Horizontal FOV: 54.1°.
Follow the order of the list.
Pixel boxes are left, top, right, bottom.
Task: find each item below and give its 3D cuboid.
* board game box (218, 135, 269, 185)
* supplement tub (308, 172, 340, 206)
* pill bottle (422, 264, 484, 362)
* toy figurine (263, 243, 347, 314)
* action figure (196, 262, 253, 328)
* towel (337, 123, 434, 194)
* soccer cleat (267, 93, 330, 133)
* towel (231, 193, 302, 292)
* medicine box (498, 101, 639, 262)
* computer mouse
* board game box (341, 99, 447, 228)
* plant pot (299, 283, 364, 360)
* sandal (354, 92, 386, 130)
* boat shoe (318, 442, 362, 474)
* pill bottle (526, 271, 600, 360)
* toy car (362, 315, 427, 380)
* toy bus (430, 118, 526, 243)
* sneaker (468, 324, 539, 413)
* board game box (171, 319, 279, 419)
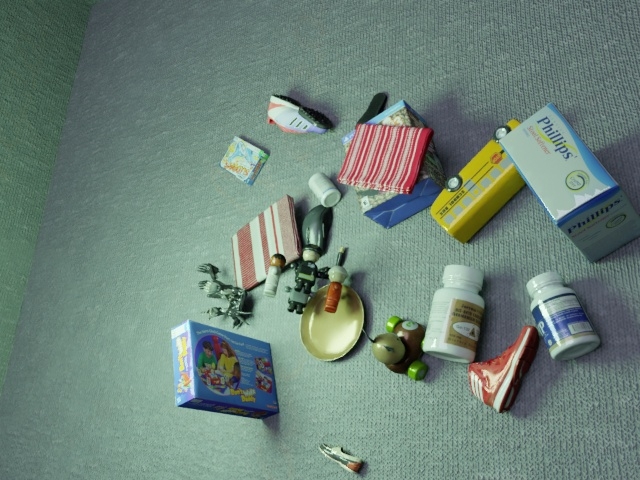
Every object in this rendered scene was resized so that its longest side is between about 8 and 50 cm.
[{"bbox_3d":[-0.294,-0.305,2.388,0.201,0.035,0.136,32,93,42],"label":"board game box"},{"bbox_3d":[0.014,-0.166,2.056,0.071,0.071,0.107,-45,50,15],"label":"supplement tub"},{"bbox_3d":[0.346,0.185,1.594,0.131,0.131,0.229,1,70,39],"label":"pill bottle"},{"bbox_3d":[-0.047,0.115,1.851,0.210,0.213,0.148,-10,56,39],"label":"toy figurine"},{"bbox_3d":[-0.341,0.198,2.133,0.276,0.141,0.164,40,126,44],"label":"action figure"},{"bbox_3d":[0.180,-0.239,1.788,0.275,0.031,0.198,14,80,42],"label":"towel"},{"bbox_3d":[-0.081,-0.426,2.238,0.318,0.109,0.116,36,115,40],"label":"soccer cleat"},{"bbox_3d":[-0.189,0.018,2.137,0.329,0.037,0.237,-33,54,37],"label":"towel"},{"bbox_3d":[0.577,-0.125,1.434,0.149,0.289,0.263,-37,52,21],"label":"medicine box"},{"bbox_3d":[0.000,0.000,2.003,0.184,0.060,0.262,4,74,41],"label":"computer mouse"},{"bbox_3d":[0.221,-0.224,1.865,0.232,0.141,0.291,-30,55,26],"label":"board game box"},{"bbox_3d":[0.038,0.246,1.886,0.236,0.032,0.236,-17,61,33],"label":"plant pot"},{"bbox_3d":[0.172,-0.407,2.059,0.067,0.040,0.179,15,67,36],"label":"sandal"},{"bbox_3d":[0.054,0.587,1.715,0.137,0.049,0.043,20,82,40],"label":"boat shoe"},{"bbox_3d":[0.552,0.171,1.448,0.112,0.112,0.186,-32,54,25],"label":"pill bottle"},{"bbox_3d":[0.191,0.269,1.646,0.155,0.188,0.149,26,89,42],"label":"toy car"},{"bbox_3d":[0.447,-0.157,1.676,0.332,0.108,0.130,-47,50,13],"label":"toy bus"},{"bbox_3d":[0.430,0.291,1.515,0.128,0.087,0.221,23,86,41],"label":"sneaker"},{"bbox_3d":[-0.279,0.391,1.867,0.078,0.347,0.233,-29,55,27],"label":"board game box"}]
